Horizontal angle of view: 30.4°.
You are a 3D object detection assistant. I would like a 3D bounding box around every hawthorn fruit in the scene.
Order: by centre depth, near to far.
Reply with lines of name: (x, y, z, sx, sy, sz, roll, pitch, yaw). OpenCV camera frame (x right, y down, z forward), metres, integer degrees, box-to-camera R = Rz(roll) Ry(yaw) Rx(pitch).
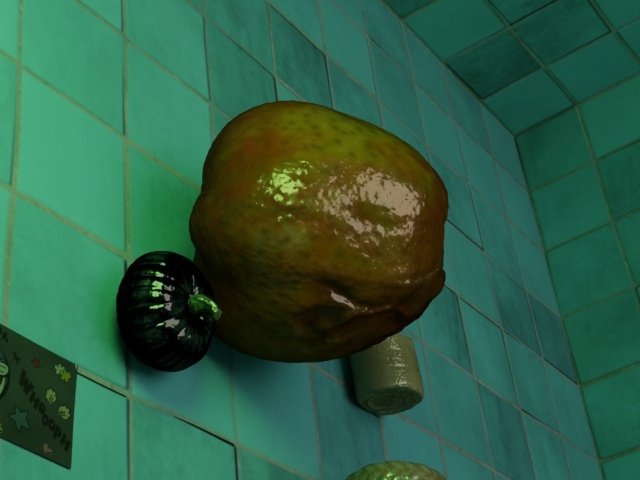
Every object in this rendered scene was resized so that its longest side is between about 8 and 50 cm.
hawthorn fruit: (0.000, 0.000, 2.000, 0.472, 0.471, 0.472, 43, 32, -36)

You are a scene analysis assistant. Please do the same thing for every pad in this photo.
pad: (-0.416, 0.187, 1.570, 0.245, 0.006, 0.170, 38, 35, -41)

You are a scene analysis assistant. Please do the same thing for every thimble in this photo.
thimble: (0.139, 0.504, 2.110, 0.229, 0.195, 0.148, 80, 8, -51)

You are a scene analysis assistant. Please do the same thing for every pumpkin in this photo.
pumpkin: (-0.239, 0.108, 1.828, 0.194, 0.150, 0.194, 50, 7, -9)

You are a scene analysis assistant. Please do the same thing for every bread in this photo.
bread: (0.132, 0.263, 2.385, 0.148, 0.134, 0.141, 49, 27, -56)
